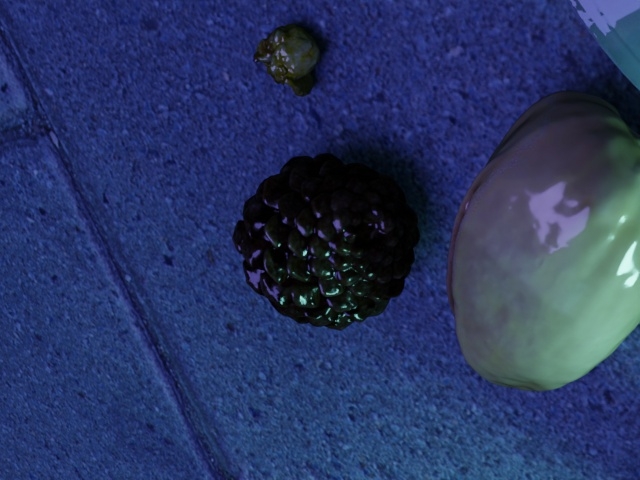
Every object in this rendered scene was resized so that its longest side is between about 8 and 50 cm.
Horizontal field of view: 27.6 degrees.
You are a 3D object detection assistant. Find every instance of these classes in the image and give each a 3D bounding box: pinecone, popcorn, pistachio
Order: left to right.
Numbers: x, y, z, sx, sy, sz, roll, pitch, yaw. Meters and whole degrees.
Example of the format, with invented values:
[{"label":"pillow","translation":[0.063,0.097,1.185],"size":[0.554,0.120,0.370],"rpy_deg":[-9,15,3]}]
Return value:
[{"label":"popcorn","translation":[-0.029,-0.183,1.340],"size":[0.068,0.059,0.083],"rpy_deg":[4,128,38]},{"label":"pinecone","translation":[-0.002,-0.002,1.346],"size":[0.184,0.179,0.204],"rpy_deg":[38,162,-34]},{"label":"pistachio","translation":[0.211,0.013,1.167],"size":[0.193,0.213,0.318],"rpy_deg":[-106,23,-45]}]

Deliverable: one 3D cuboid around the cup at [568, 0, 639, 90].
[{"label":"cup","translation":[0.310,-0.288,0.843],"size":[0.311,0.256,0.331],"rpy_deg":[-32,68,34]}]
